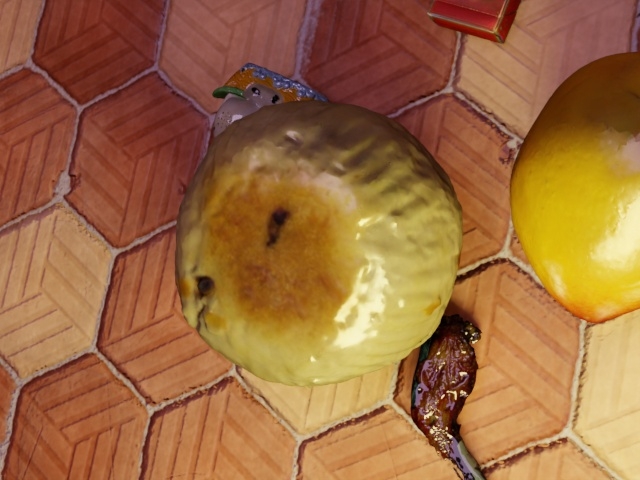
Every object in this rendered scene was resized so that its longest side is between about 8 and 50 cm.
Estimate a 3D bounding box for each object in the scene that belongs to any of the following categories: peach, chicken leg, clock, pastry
[{"bbox_3d":[0.370,-0.065,1.690,0.289,0.289,0.308,45,138,28],"label":"peach"},{"bbox_3d":[0.171,0.222,1.839,0.106,0.051,0.253,-11,76,19],"label":"chicken leg"},{"bbox_3d":[-0.069,-0.164,2.020,0.231,0.103,0.144,26,92,31],"label":"clock"},{"bbox_3d":[0.000,0.000,1.824,0.388,0.312,0.388,5,101,27],"label":"pastry"}]

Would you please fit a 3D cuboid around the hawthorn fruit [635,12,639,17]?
[{"bbox_3d":[0.472,-0.397,1.752,0.211,0.211,0.299,27,98,29],"label":"hawthorn fruit"}]

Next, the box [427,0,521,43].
[{"bbox_3d":[0.233,-0.370,1.947,0.112,0.048,0.175,22,88,27],"label":"box"}]
